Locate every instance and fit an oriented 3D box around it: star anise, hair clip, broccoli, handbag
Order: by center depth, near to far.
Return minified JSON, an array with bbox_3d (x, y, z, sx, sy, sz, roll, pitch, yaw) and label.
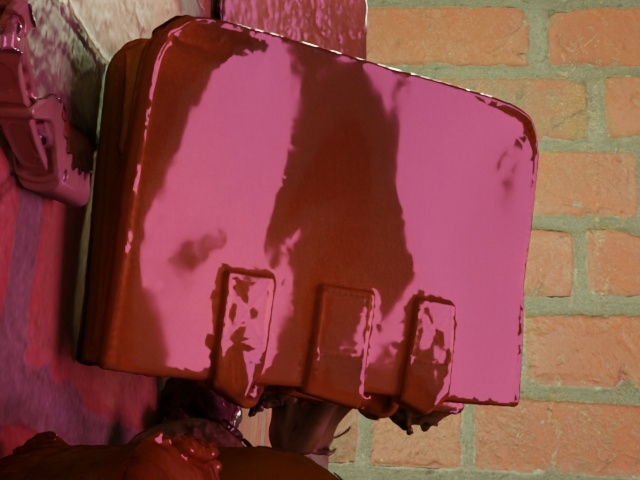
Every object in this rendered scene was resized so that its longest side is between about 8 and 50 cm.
[{"bbox_3d":[-0.173,-0.070,0.656,0.226,0.034,0.072,87,11,-55],"label":"hair clip"},{"bbox_3d":[0.000,0.000,0.920,0.133,0.401,0.283,-11,-108,52],"label":"handbag"},{"bbox_3d":[-0.114,0.183,1.126,0.197,0.073,0.212,-74,167,-59],"label":"star anise"},{"bbox_3d":[-0.010,0.137,1.425,0.293,0.348,0.281,-3,108,-41],"label":"broccoli"}]

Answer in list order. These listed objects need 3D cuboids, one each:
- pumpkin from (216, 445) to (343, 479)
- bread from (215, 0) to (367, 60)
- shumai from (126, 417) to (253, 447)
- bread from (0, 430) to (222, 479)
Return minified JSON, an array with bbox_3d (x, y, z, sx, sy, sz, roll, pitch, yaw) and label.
[{"bbox_3d":[-0.071,0.248,0.779,0.217,0.217,0.110,-75,155,-67],"label":"pumpkin"},{"bbox_3d":[-0.092,-0.220,1.489,0.405,0.242,0.345,-5,102,-51],"label":"bread"},{"bbox_3d":[-0.117,0.225,0.932,0.116,0.145,0.145,116,-17,-55],"label":"shumai"},{"bbox_3d":[-0.128,0.182,0.616,0.260,0.160,0.147,-68,151,-66],"label":"bread"}]
